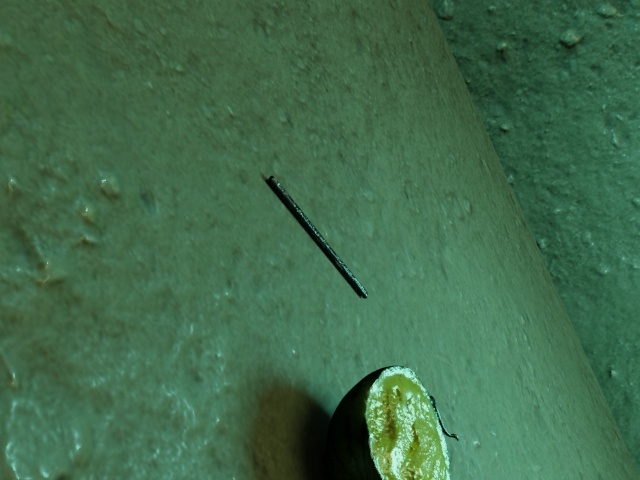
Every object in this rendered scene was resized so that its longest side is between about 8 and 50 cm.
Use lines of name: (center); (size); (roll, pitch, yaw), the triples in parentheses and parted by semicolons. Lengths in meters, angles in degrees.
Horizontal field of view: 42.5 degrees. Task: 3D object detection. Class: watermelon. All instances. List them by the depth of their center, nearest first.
watermelon: (0.080, 0.270, 1.046); (0.204, 0.127, 0.232); (56, 29, -19)

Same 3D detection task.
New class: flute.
flute: (0.000, 0.000, 1.258); (0.269, 0.014, 0.014); (51, 29, -30)
